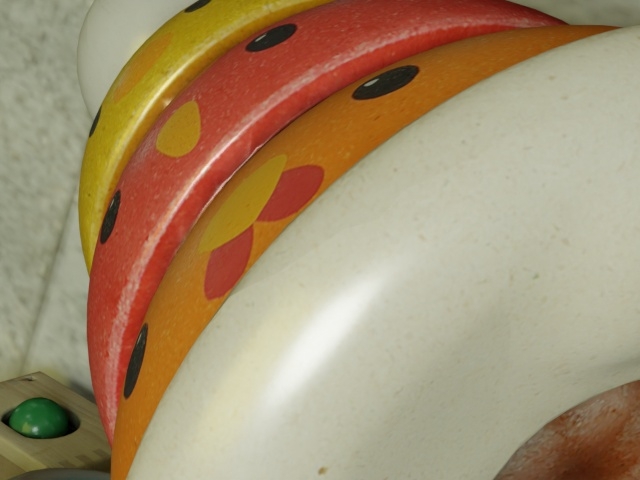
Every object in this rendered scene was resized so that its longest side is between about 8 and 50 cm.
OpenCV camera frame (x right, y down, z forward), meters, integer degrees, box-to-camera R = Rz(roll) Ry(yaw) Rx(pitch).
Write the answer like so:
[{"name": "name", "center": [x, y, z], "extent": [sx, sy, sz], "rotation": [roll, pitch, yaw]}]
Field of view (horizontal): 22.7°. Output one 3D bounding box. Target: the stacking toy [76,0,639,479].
[{"name": "stacking toy", "center": [0.000, 0.000, 0.702], "extent": [0.480, 0.350, 0.351], "rotation": [45, 118, 49]}]

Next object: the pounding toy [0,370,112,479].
[{"name": "pounding toy", "center": [-0.143, 0.139, 0.924], "extent": [0.130, 0.100, 0.141], "rotation": [24, 116, 38]}]

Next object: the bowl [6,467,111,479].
[{"name": "bowl", "center": [-0.093, 0.216, 0.741], "extent": [0.311, 0.311, 0.163], "rotation": [28, 100, 37]}]
